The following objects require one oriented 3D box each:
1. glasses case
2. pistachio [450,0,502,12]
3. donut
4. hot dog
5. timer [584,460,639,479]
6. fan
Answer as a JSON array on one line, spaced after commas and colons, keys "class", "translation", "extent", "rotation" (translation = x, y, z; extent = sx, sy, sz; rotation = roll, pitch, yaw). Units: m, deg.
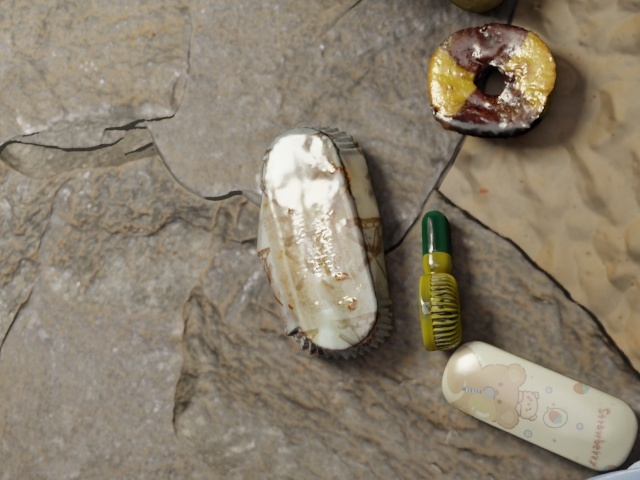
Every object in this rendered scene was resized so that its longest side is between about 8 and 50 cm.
[{"class": "glasses case", "translation": [0.223, 0.169, 1.104], "extent": [0.204, 0.051, 0.081], "rotation": [21, 86, 18]}, {"class": "pistachio", "translation": [0.152, -0.335, 1.183], "extent": [0.108, 0.126, 0.185], "rotation": [-19, 67, -32]}, {"class": "donut", "translation": [0.186, -0.167, 1.165], "extent": [0.140, 0.059, 0.141], "rotation": [-3, 81, 16]}, {"class": "hot dog", "translation": [0.000, 0.000, 1.185], "extent": [0.144, 0.075, 0.268], "rotation": [-13, 81, 18]}, {"class": "timer", "translation": [0.319, 0.366, 0.927], "extent": [0.394, 0.173, 0.395], "rotation": [1, 43, -1]}, {"class": "fan", "translation": [0.127, 0.041, 1.144], "extent": [0.039, 0.082, 0.155], "rotation": [-5, 69, 11]}]
